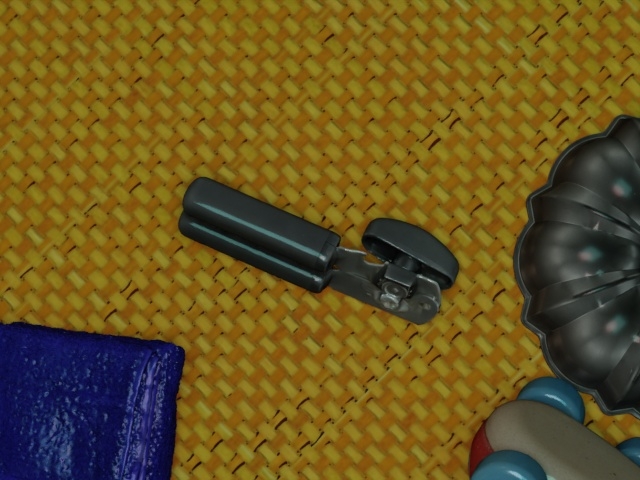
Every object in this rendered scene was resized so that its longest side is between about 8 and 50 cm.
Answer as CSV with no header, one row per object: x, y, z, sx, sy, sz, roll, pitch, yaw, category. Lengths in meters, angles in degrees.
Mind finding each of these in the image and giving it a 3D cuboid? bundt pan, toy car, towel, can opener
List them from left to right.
-0.262,0.238,1.899,0.227,0.076,0.308,6,83,9,towel
0.000,0.000,1.937,0.283,0.076,0.095,24,54,5,can opener
0.205,0.295,1.848,0.210,0.219,0.238,33,115,6,toy car
0.356,0.022,1.879,0.330,0.124,0.331,0,85,3,bundt pan
